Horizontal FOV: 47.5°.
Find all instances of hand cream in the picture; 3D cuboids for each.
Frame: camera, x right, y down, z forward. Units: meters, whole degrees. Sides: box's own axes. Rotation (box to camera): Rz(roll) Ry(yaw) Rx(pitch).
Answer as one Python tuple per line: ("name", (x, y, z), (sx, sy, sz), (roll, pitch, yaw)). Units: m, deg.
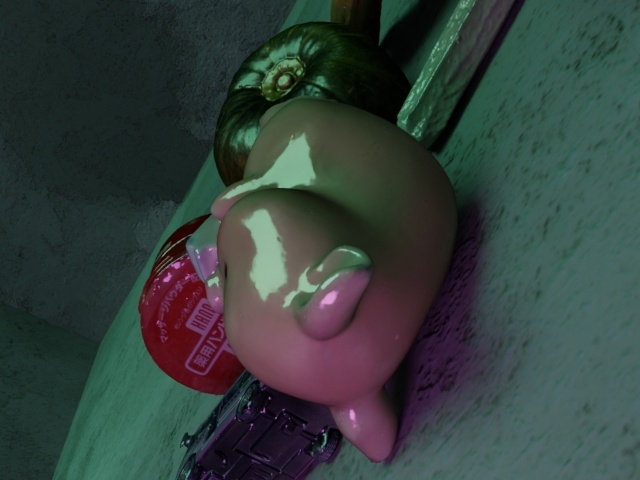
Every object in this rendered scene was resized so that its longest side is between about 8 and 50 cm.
("hand cream", (-0.110, 0.070, 0.853), (0.193, 0.193, 0.125), (-58, 15, 15))

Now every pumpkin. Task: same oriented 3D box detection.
("pumpkin", (-0.004, -0.142, 0.897), (0.260, 0.189, 0.260), (-20, 50, 27))

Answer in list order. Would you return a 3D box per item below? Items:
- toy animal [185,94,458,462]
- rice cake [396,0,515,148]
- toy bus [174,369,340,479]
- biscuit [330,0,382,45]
("toy animal", (-0.003, 0.003, 0.593), (0.195, 0.213, 0.256), (73, -146, -43))
("rice cake", (0.155, -0.213, 0.747), (0.256, 0.052, 0.057), (-61, -13, 4))
("toy bus", (-0.056, 0.178, 0.691), (0.199, 0.096, 0.108), (-52, 16, 26))
("biscuit", (0.057, -0.336, 1.001), (0.333, 0.047, 0.202), (86, -162, -55))
